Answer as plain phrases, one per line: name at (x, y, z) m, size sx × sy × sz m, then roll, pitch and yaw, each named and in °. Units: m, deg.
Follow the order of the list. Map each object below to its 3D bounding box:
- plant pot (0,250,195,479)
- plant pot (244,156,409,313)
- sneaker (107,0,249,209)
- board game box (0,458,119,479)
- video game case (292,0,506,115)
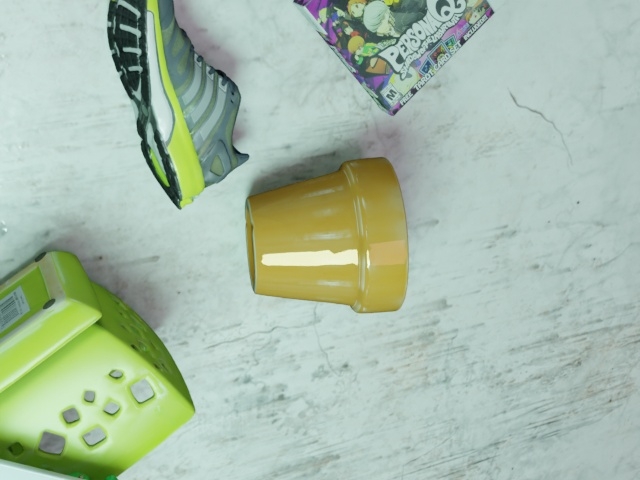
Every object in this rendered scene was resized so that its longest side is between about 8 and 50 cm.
plant pot at (-0.315, 0.155, 1.183) m, size 0.227 × 0.228 × 0.207 m, roll -37°, pitch 118°, yaw -6°
plant pot at (0.000, 0.000, 1.298) m, size 0.187 × 0.205 × 0.205 m, roll -5°, pitch 117°, yaw -9°
sneaker at (-0.164, -0.190, 1.171) m, size 0.121 × 0.111 × 0.300 m, roll -28°, pitch 130°, yaw -25°
board game box at (-0.454, 0.383, 1.083) m, size 0.389 × 0.050 × 0.390 m, roll 19°, pitch 104°, yaw -18°
video game case at (0.111, -0.313, 1.281) m, size 0.232 × 0.042 × 0.210 m, roll -45°, pitch 125°, yaw -1°
